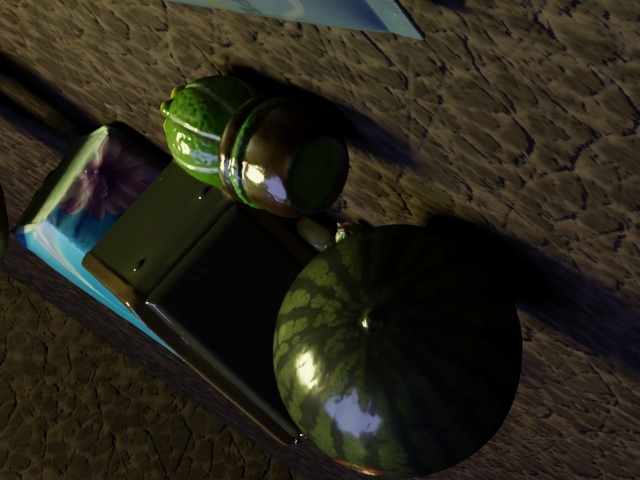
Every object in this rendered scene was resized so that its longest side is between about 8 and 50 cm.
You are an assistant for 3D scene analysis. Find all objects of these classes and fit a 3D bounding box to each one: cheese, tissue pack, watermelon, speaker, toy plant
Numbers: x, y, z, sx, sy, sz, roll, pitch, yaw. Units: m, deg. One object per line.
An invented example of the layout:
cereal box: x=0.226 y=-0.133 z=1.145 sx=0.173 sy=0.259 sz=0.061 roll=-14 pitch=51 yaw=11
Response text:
cheese: x=0.000 y=0.000 z=1.845 sx=0.044 sy=0.030 sz=0.083 roll=22 pitch=171 yaw=19
tissue pack: x=-0.170 y=0.014 z=2.068 sx=0.263 sy=0.146 sz=0.198 roll=36 pitch=169 yaw=-13
watermelon: x=0.064 y=0.089 z=1.607 sx=0.212 sy=0.212 sz=0.212 roll=32 pitch=168 yaw=7
speaker: x=-0.080 y=0.056 z=1.885 sx=0.231 sy=0.153 sz=0.192 roll=44 pitch=174 yaw=-24
toy plant: x=-0.057 y=-0.078 z=1.544 sx=0.162 sy=0.093 sz=0.093 roll=27 pitch=167 yaw=39

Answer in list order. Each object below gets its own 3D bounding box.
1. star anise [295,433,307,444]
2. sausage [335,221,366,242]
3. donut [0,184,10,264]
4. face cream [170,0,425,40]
star anise: x=0.029 y=0.124 z=2.064 sx=0.144 sy=0.158 sz=0.140 roll=12 pitch=149 yaw=25
sausage: x=0.090 y=0.057 z=1.830 sx=0.033 sy=0.033 sz=0.269 roll=20 pitch=162 yaw=48
donut: x=-0.434 y=-0.076 z=2.104 sx=0.299 sy=0.150 sz=0.317 roll=72 pitch=178 yaw=-59
face cream: x=-0.111 y=-0.194 z=1.245 sx=0.385 sy=0.086 sz=0.135 roll=17 pitch=161 yaw=40
